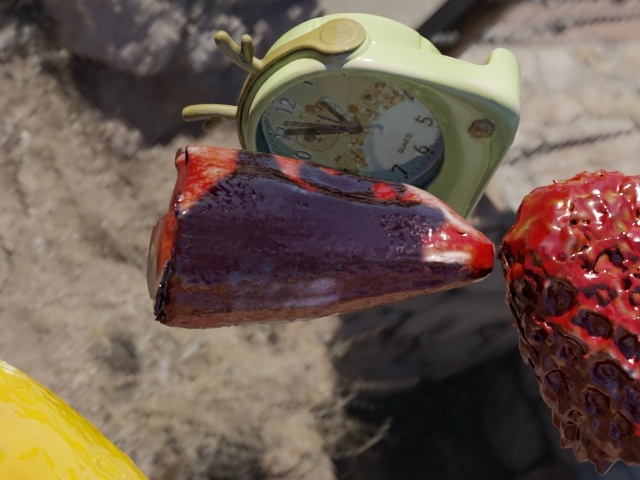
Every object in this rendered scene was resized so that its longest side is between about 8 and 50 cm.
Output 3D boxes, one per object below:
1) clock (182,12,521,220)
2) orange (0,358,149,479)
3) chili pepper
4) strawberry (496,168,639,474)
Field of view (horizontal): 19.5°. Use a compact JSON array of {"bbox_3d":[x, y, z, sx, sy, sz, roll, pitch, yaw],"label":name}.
[{"bbox_3d":[0.027,-0.123,1.823,0.308,0.235,0.096,18,46,-11],"label":"clock"},{"bbox_3d":[-0.146,0.139,0.603,0.219,0.193,0.219,3,61,-5],"label":"orange"},{"bbox_3d":[0.000,0.000,1.364,0.253,0.144,0.136,2,86,-6],"label":"chili pepper"},{"bbox_3d":[0.219,0.035,1.337,0.178,0.234,0.234,42,42,-25],"label":"strawberry"}]
